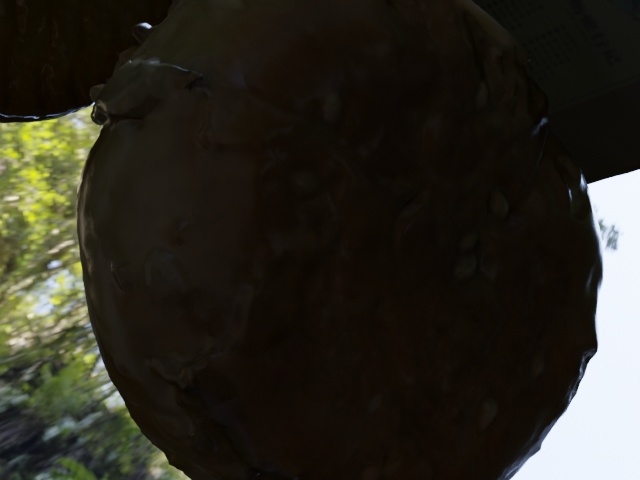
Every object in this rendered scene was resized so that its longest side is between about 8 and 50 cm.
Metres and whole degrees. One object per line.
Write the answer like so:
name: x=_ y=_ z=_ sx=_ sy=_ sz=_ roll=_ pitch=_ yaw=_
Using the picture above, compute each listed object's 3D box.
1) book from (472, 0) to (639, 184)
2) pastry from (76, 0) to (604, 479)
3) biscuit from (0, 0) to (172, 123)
book: x=0.162 y=-0.136 z=0.826 sx=0.217 sy=0.021 sz=0.310 roll=52 pitch=-31 yaw=-13
pastry: x=0.000 y=0.000 z=0.679 sx=0.284 sy=0.184 sz=0.315 roll=-52 pitch=-56 yaw=-20
biscuit: x=-0.190 y=-0.228 z=0.783 sx=0.040 sy=0.318 sz=0.317 roll=2 pitch=-83 yaw=41
